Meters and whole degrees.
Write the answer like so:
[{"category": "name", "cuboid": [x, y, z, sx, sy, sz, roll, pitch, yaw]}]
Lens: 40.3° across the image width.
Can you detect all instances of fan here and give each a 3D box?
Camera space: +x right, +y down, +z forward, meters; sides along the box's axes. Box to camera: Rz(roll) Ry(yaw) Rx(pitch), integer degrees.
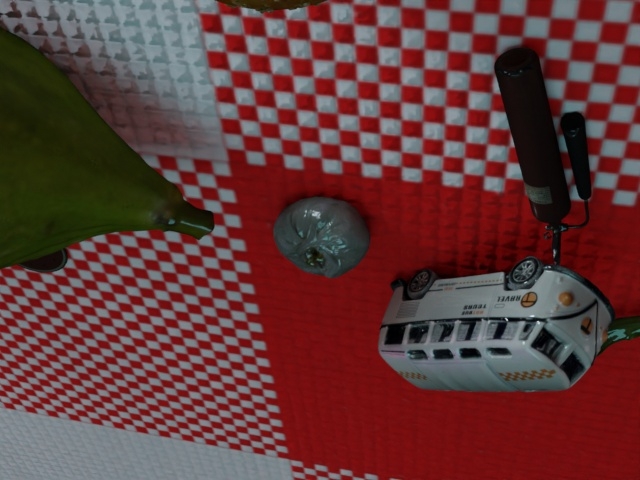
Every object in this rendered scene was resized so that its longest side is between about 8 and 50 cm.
[{"category": "fan", "cuboid": [-0.295, -0.012, 0.837, 0.085, 0.005, 0.133, 0, 138, 21]}]

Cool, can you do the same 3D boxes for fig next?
[{"category": "fig", "cuboid": [-0.266, -0.038, 0.631, 0.314, 0.233, 0.233, 34, 138, -26]}]

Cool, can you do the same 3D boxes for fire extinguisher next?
[{"category": "fire extinguisher", "cuboid": [0.160, -0.059, 0.604, 0.049, 0.035, 0.173, -30, 131, -5]}]

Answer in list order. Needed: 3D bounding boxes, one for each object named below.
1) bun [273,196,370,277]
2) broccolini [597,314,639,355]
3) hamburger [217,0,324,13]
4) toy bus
[{"category": "bun", "cuboid": [0.000, 0.000, 0.714, 0.083, 0.045, 0.083, 12, 136, 11]}, {"category": "broccolini", "cuboid": [0.254, 0.074, 0.712, 0.239, 0.054, 0.051, -16, 116, 30]}, {"category": "hamburger", "cuboid": [-0.033, -0.200, 0.443, 0.182, 0.118, 0.191, 19, 145, 3]}, {"category": "toy bus", "cuboid": [0.133, 0.074, 0.695, 0.087, 0.089, 0.194, 42, 150, -27]}]
